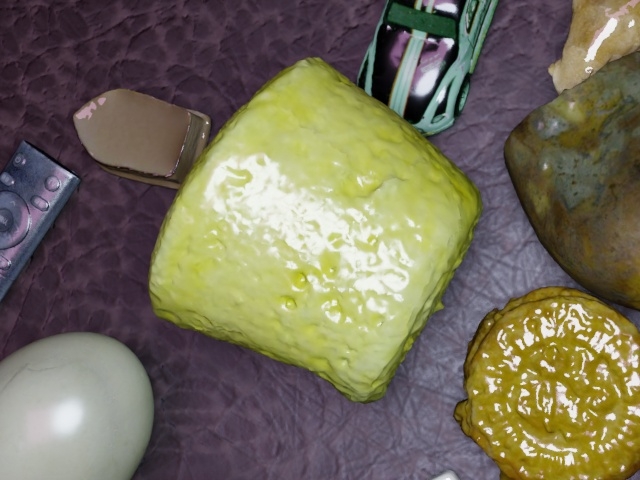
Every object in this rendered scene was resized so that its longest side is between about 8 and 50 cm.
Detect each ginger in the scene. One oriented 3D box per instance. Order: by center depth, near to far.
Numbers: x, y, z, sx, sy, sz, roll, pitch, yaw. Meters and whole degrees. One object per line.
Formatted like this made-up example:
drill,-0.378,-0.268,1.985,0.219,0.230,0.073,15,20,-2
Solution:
ginger,0.411,-0.337,1.140,0.348,0.122,0.363,-19,89,1

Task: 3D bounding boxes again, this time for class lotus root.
lotus root,0.345,-0.052,1.040,0.267,0.149,0.260,-28,52,21

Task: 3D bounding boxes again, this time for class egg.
egg,-0.323,0.234,1.179,0.219,0.219,0.269,32,85,15

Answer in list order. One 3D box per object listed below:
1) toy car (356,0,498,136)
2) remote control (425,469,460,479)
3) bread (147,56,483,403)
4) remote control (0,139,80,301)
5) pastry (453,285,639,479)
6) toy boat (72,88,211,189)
toy car,0.139,-0.284,1.192,0.136,0.125,0.305,20,86,14
remote control,0.080,0.365,1.156,0.230,0.049,0.090,-31,80,6
bread,0.000,0.000,1.080,0.308,0.348,0.348,34,91,10
remote control,-0.471,0.044,1.329,0.107,0.044,0.377,34,91,11
pastry,0.269,0.174,1.096,0.235,0.132,0.240,-32,76,6
toy boat,-0.249,-0.141,1.293,0.188,0.061,0.116,14,86,15
